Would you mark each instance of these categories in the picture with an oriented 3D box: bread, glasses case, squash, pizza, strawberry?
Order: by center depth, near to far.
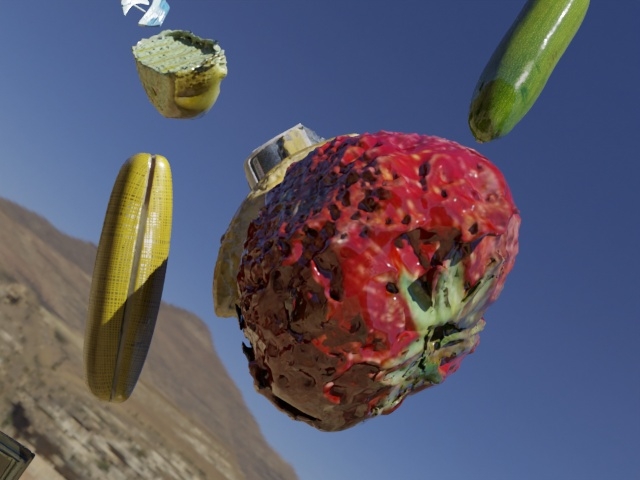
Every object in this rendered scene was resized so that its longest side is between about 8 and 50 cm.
[{"bbox_3d":[0.039,0.019,0.722,0.220,0.274,0.274,41,-16,29],"label":"strawberry"},{"bbox_3d":[-0.179,0.034,0.794,0.064,0.234,0.079,10,-3,-15],"label":"glasses case"},{"bbox_3d":[0.228,-0.210,0.911,0.069,0.258,0.069,28,-21,12],"label":"squash"},{"bbox_3d":[0.000,0.000,1.121,0.226,0.335,0.086,40,-24,0],"label":"pizza"},{"bbox_3d":[-0.183,-0.207,1.127,0.156,0.103,0.110,41,-35,51],"label":"bread"}]

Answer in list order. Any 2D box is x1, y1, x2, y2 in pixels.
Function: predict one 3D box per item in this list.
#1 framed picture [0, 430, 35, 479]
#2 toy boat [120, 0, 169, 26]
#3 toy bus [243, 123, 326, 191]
[{"bbox_3d":[-0.443,0.216,0.874,0.252,0.197,0.014,35,21,-5],"label":"framed picture"},{"bbox_3d":[-0.350,-0.460,1.612,0.149,0.105,0.034,42,-45,2],"label":"toy boat"},{"bbox_3d":[-0.016,-0.061,1.370,0.097,0.138,0.342,65,4,24],"label":"toy bus"}]
